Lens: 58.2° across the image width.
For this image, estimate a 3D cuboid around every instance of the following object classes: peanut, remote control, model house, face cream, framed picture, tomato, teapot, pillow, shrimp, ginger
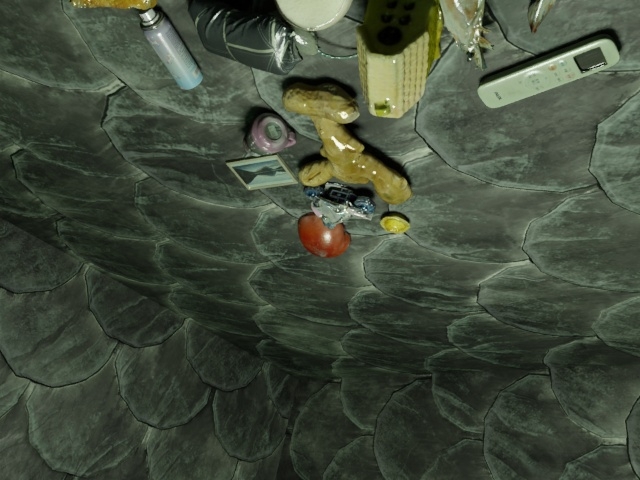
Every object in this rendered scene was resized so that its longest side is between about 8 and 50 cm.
[{"bbox_3d":[0.001,-0.365,1.518,0.214,0.099,0.099,10,151,17],"label":"peanut"},{"bbox_3d":[0.514,-0.384,1.321,0.310,0.038,0.090,-13,141,38],"label":"remote control"},{"bbox_3d":[0.168,-0.397,1.245,0.175,0.234,0.193,7,151,11],"label":"model house"},{"bbox_3d":[-0.386,-0.495,1.473,0.075,0.075,0.229,0,147,22],"label":"face cream"},{"bbox_3d":[-0.193,-0.226,1.911,0.203,0.015,0.150,-4,146,28],"label":"framed picture"},{"bbox_3d":[0.000,0.000,2.128,0.199,0.112,0.228,-2,144,29],"label":"tomato"},{"bbox_3d":[-0.157,-0.307,1.694,0.146,0.148,0.116,-16,104,58],"label":"teapot"},{"bbox_3d":[-0.173,-0.472,1.337,0.335,0.092,0.161,28,164,27],"label":"pillow"},{"bbox_3d":[0.364,-0.492,1.171,0.247,0.085,0.360,1,145,9],"label":"shrimp"},{"bbox_3d":[0.106,-0.223,1.690,0.363,0.122,0.348,21,160,8],"label":"ginger"}]

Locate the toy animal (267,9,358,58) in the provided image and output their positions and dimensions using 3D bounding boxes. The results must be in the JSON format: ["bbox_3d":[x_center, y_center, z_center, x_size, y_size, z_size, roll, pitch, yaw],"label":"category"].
[{"bbox_3d":[-0.010,-0.473,1.364,0.253,0.070,0.079,19,163,-14],"label":"toy animal"}]

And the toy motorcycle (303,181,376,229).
[{"bbox_3d":[0.063,-0.102,1.933,0.239,0.108,0.204,29,150,18],"label":"toy motorcycle"}]

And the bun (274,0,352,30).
[{"bbox_3d":[-0.013,-0.532,1.206,0.173,0.120,0.172,5,123,7],"label":"bun"}]

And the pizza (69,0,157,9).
[{"bbox_3d":[-0.519,-0.635,1.275,0.223,0.089,0.323,-12,140,28],"label":"pizza"}]

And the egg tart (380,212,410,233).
[{"bbox_3d":[0.258,-0.063,1.977,0.105,0.039,0.105,10,151,6],"label":"egg tart"}]
